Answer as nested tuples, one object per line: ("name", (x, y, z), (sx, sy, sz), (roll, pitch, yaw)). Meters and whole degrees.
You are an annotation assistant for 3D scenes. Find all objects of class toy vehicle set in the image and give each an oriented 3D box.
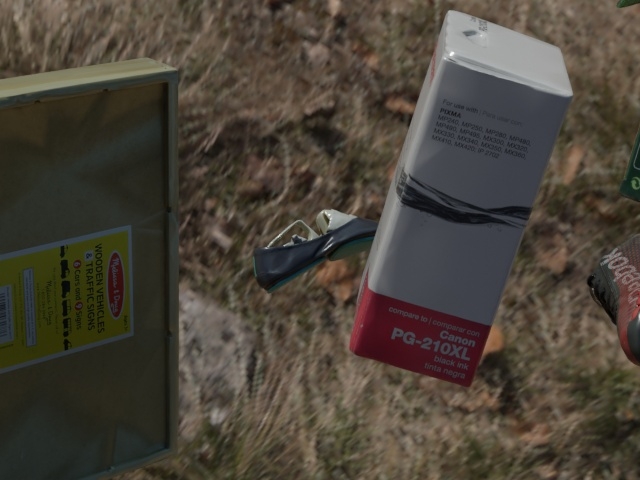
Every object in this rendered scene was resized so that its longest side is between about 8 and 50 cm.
("toy vehicle set", (-0.164, 0.031, 0.919), (0.166, 0.035, 0.266), (-14, 115, -38))

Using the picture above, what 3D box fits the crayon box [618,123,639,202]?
("crayon box", (0.498, -0.127, 1.775), (0.323, 0.083, 0.203), (4, 105, -47))

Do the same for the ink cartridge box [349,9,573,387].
("ink cartridge box", (0.105, -0.037, 1.141), (0.100, 0.172, 0.237), (17, 110, 0))

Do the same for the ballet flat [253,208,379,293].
("ballet flat", (0.000, 0.000, 1.875), (0.203, 0.074, 0.074), (-23, 78, -29))

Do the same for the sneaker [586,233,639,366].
("sneaker", (0.385, 0.074, 1.811), (0.097, 0.135, 0.276), (58, 32, -18))

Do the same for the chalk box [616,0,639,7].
("chalk box", (0.339, -0.235, 1.036), (0.289, 0.180, 0.179), (-35, 84, -9))
